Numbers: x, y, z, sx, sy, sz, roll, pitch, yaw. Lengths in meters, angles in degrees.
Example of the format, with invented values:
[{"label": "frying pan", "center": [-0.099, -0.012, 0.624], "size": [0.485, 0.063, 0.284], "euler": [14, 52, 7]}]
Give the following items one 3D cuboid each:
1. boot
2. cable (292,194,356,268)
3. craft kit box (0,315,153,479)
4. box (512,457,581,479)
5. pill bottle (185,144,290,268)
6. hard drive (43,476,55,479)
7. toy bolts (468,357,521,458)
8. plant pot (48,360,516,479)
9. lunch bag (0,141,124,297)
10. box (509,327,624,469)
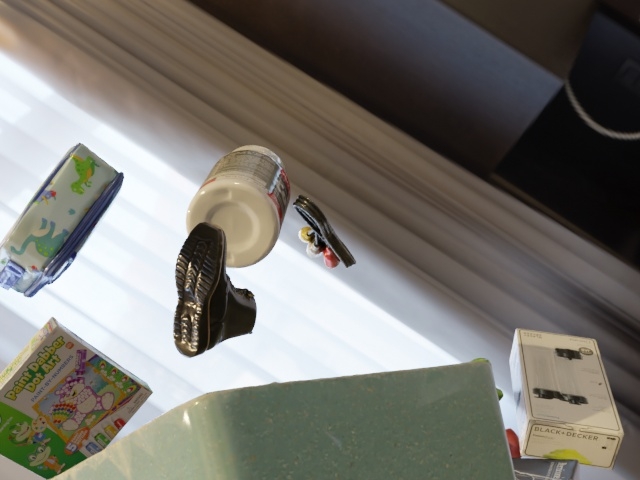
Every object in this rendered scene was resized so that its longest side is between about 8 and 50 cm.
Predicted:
[{"label": "boot", "center": [-0.139, 0.062, 1.128], "size": [0.137, 0.076, 0.198], "euler": [-12, -56, -50]}, {"label": "cable", "center": [0.000, 0.000, 1.538], "size": [0.072, 0.139, 0.287], "euler": [-45, -13, -2]}, {"label": "craft kit box", "center": [-0.487, 0.309, 1.453], "size": [0.250, 0.246, 0.061], "euler": [-50, 30, -7]}, {"label": "box", "center": [0.191, 0.442, 1.078], "size": [0.343, 0.312, 0.179], "euler": [-18, -78, -65]}, {"label": "pill bottle", "center": [-0.139, -0.074, 1.421], "size": [0.161, 0.161, 0.283], "euler": [-57, 9, 21]}, {"label": "hard drive", "center": [-0.262, 0.379, 0.932], "size": [0.353, 0.233, 0.047], "euler": [2, -54, -54]}, {"label": "toy bolts", "center": [0.284, 0.386, 1.600], "size": [0.218, 0.229, 0.158], "euler": [-34, -17, 35]}, {"label": "plant pot", "center": [-0.011, 0.241, 0.492], "size": [0.247, 0.252, 0.248], "euler": [2, -27, -43]}, {"label": "lunch bag", "center": [-0.343, -0.017, 0.997], "size": [0.219, 0.090, 0.176], "euler": [-26, 31, 57]}, {"label": "box", "center": [0.457, 0.292, 1.481], "size": [0.290, 0.169, 0.087], "euler": [-75, -9, -62]}]
